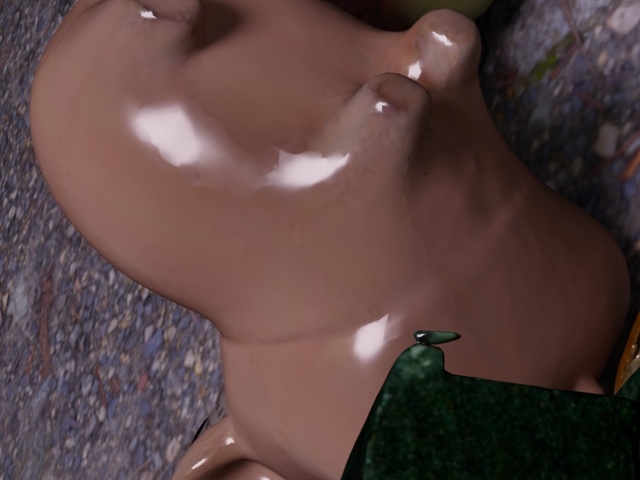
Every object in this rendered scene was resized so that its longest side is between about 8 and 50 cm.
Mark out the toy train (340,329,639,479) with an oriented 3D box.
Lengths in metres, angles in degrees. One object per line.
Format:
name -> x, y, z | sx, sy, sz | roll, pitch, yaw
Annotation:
toy train -> 0.082, 0.141, 0.614 | 0.330, 0.178, 0.138 | 108, 168, -63

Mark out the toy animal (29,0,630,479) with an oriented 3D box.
toy animal -> 0.000, 0.000, 0.781 | 0.237, 0.326, 0.269 | -47, -15, -36

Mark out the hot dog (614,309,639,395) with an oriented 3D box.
hot dog -> 0.200, -0.001, 0.693 | 0.100, 0.068, 0.249 | 36, 105, 58

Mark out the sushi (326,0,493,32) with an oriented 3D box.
sushi -> 0.015, -0.173, 0.966 | 0.236, 0.171, 0.270 | 7, 83, 57

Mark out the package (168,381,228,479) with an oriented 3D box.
package -> -0.039, 0.181, 0.973 | 0.204, 0.062, 0.251 | -63, 37, 16
